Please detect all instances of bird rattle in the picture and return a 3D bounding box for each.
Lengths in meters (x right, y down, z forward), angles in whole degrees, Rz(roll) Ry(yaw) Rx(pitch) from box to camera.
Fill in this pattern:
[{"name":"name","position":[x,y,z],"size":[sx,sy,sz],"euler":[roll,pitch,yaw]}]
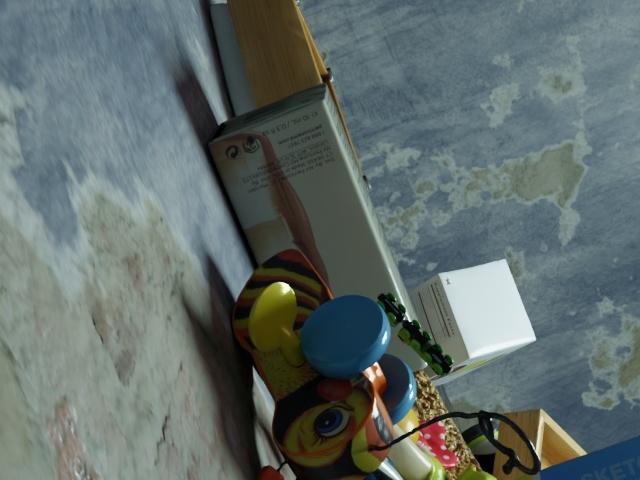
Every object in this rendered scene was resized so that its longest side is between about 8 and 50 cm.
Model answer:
[{"name":"bird rattle","position":[0.102,0.238,1.404],"size":[0.207,0.143,0.253],"euler":[50,9,-18]}]

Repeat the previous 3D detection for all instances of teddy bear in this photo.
[{"name":"teddy bear","position":[0.114,0.238,1.656],"size":[0.338,0.113,0.245],"euler":[60,0,-20]}]

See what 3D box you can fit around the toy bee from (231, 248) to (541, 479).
[{"name":"toy bee","position":[-0.002,0.118,0.905],"size":[0.195,0.162,0.298],"euler":[59,-15,-20]}]

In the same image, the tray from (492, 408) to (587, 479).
[{"name":"tray","position":[0.297,0.462,1.608],"size":[0.203,0.076,0.411],"euler":[43,48,-37]}]

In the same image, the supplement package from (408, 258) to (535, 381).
[{"name":"supplement package","position":[0.189,0.140,1.810],"size":[0.244,0.139,0.134],"euler":[-38,-113,55]}]

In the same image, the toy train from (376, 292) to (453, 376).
[{"name":"toy train","position":[0.073,0.075,0.925],"size":[0.083,0.017,0.024],"euler":[48,-24,15]}]

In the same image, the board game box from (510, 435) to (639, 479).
[{"name":"board game box","position":[0.185,0.314,0.966],"size":[0.064,0.316,0.242],"euler":[47,23,-74]}]

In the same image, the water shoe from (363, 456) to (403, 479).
[{"name":"water shoe","position":[0.030,0.201,1.111],"size":[0.080,0.072,0.203],"euler":[-106,173,-50]}]

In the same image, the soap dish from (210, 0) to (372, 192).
[{"name":"soap dish","position":[-0.036,-0.173,1.515],"size":[0.229,0.118,0.291],"euler":[61,9,-51]}]

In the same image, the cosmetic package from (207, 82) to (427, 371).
[{"name":"cosmetic package","position":[0.000,0.000,1.237],"size":[0.153,0.129,0.296],"euler":[-88,156,-77]}]

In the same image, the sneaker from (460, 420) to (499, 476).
[{"name":"sneaker","position":[0.223,0.369,1.792],"size":[0.097,0.084,0.235],"euler":[62,-32,30]}]
